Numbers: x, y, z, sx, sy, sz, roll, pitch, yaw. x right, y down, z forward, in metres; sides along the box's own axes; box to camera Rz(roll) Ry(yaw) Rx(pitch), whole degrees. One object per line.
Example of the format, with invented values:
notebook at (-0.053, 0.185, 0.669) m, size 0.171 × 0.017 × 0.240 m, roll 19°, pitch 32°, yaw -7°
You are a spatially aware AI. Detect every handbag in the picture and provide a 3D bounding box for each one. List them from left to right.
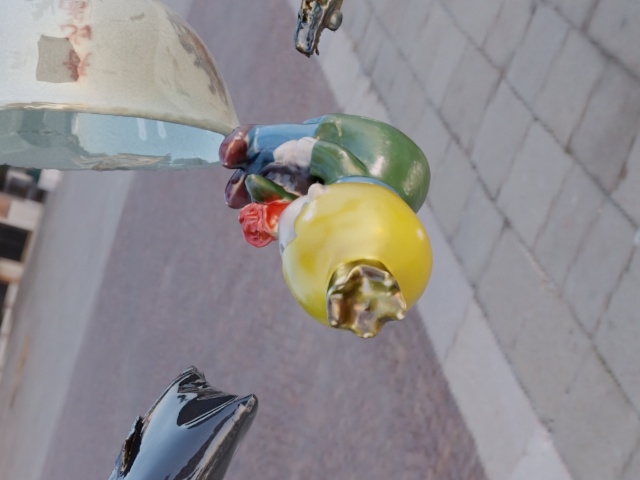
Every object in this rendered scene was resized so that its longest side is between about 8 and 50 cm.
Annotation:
handbag at (-0.156, 0.235, 1.150) m, size 0.254 × 0.089 × 0.211 m, roll -59°, pitch 18°, yaw -8°

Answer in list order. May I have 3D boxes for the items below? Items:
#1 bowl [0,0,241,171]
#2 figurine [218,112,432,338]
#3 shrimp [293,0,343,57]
bowl at (-0.284, -0.196, 1.354) m, size 0.435 × 0.435 × 0.195 m, roll 164°, pitch 107°, yaw -72°
figurine at (-0.003, -0.011, 0.961) m, size 0.234 × 0.185 × 0.127 m, roll -76°, pitch -5°, yaw -49°
shrimp at (-0.022, -0.247, 0.901) m, size 0.051 × 0.150 × 0.217 m, roll -4°, pitch 80°, yaw 38°
